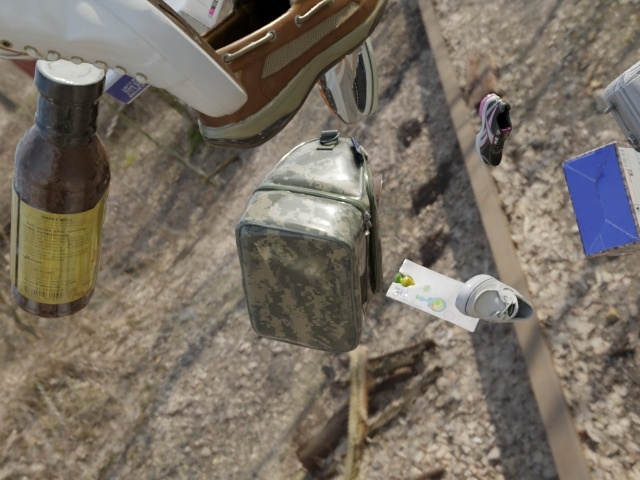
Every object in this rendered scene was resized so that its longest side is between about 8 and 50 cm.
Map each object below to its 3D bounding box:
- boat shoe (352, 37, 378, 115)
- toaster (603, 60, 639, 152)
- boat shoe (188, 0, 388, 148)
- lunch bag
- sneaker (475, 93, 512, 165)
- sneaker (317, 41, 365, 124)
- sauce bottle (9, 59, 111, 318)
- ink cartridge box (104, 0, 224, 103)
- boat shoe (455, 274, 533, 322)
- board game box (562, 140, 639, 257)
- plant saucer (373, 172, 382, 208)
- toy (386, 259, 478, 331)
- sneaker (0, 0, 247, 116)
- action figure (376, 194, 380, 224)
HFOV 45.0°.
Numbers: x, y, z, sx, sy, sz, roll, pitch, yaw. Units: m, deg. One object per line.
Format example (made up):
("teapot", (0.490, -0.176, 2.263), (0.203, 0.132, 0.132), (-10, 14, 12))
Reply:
("boat shoe", (0.025, -0.540, 1.921), (0.156, 0.500, 0.187), (-21, 26, -1))
("toaster", (0.653, -0.284, 1.462), (0.227, 0.146, 0.129), (-36, -4, 3))
("boat shoe", (-0.031, -0.237, 0.807), (0.123, 0.120, 0.324), (7, 51, 37))
("lunch bag", (0.000, 0.000, 1.314), (0.213, 0.305, 0.256), (7, 44, 14))
("sneaker", (0.423, -0.258, 1.860), (0.072, 0.178, 0.077), (-21, 31, -21))
("sneaker", (0.044, -0.344, 1.427), (0.121, 0.262, 0.099), (-22, 29, -7))
("sauce bottle", (-0.304, -0.055, 0.907), (0.111, 0.111, 0.344), (-81, 10, -49))
("ink cartridge box", (-0.237, -0.430, 1.322), (0.324, 0.071, 0.330), (-19, 49, 52))
("boat shoe", (0.339, 0.115, 1.459), (0.076, 0.226, 0.083), (28, 105, 36))
("board game box", (0.727, -0.091, 1.798), (0.141, 0.291, 0.232), (-23, 73, 48))
("plant saucer", (0.139, -0.097, 2.198), (0.198, 0.036, 0.198), (-171, 90, -88))
("toy", (0.301, 0.152, 2.001), (0.137, 0.237, 0.056), (-56, -15, -37))
("sneaker", (-0.198, -0.170, 0.614), (0.123, 0.290, 0.106), (-52, 11, 10))
("action figure", (0.046, -0.063, 1.989), (0.141, 0.164, 0.276), (-28, 21, -33))
